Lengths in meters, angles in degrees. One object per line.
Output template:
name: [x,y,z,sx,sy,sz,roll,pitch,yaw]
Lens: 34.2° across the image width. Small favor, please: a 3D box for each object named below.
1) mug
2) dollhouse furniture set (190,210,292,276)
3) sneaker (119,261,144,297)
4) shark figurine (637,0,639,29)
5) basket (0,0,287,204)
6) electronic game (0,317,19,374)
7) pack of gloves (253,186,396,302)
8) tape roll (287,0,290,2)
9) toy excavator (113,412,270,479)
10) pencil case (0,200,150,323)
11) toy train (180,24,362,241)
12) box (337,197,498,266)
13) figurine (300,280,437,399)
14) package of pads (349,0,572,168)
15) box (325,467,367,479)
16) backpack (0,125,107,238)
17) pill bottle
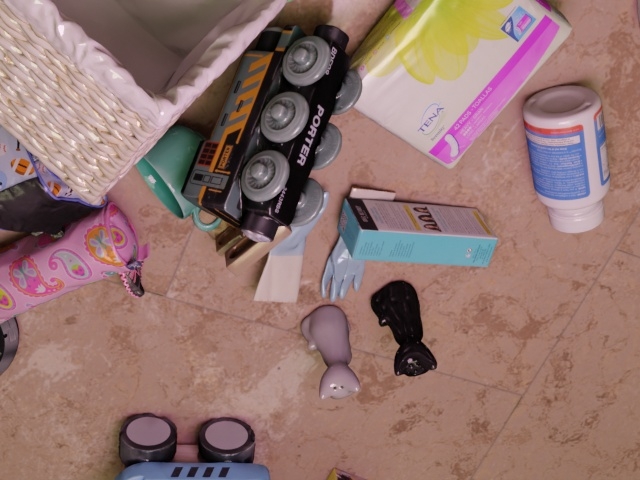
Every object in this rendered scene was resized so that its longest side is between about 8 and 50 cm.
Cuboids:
mug: [-0.206,-0.102,1.603,0.097,0.129,0.158,-39,121,-16]
dollhouse furniture set: [-0.145,-0.044,1.637,0.144,0.151,0.123,-38,118,13]
sneaker: [-0.311,0.043,1.731,0.057,0.047,0.119,-24,123,-7]
shark figurine: [0.380,-0.397,1.551,0.278,0.166,0.116,4,148,-30]
basket: [-0.274,-0.285,1.291,0.331,0.328,0.266,42,140,-9]
electronic game: [-0.624,0.158,1.748,0.229,0.048,0.229,-3,119,-6]
pack of gloves: [0.000,0.000,1.757,0.195,0.046,0.232,4,121,-27]
tape roll: [-0.106,-0.480,1.426,0.321,0.077,0.321,-3,121,-5]
toy excavator: [-0.158,0.533,1.805,0.432,0.445,0.222,3,121,-10]
pencil case: [-0.419,0.039,1.649,0.284,0.124,0.124,-21,121,11]
toy train: [-0.071,-0.162,1.499,0.142,0.190,0.334,33,73,-54]
box: [0.159,-0.012,1.710,0.244,0.100,0.060,4,121,-19]
figurine: [0.082,0.182,1.768,0.215,0.209,0.092,-19,121,4]
package of pads: [0.193,-0.281,1.572,0.229,0.101,0.296,30,112,-23]
box: [0.062,0.537,1.963,0.087,0.232,0.058,25,114,-22]
backpack: [-0.414,-0.155,1.465,0.213,0.276,0.263,-31,83,2]
pill bottle: [0.401,-0.127,1.680,0.124,0.124,0.221,-15,121,1]
